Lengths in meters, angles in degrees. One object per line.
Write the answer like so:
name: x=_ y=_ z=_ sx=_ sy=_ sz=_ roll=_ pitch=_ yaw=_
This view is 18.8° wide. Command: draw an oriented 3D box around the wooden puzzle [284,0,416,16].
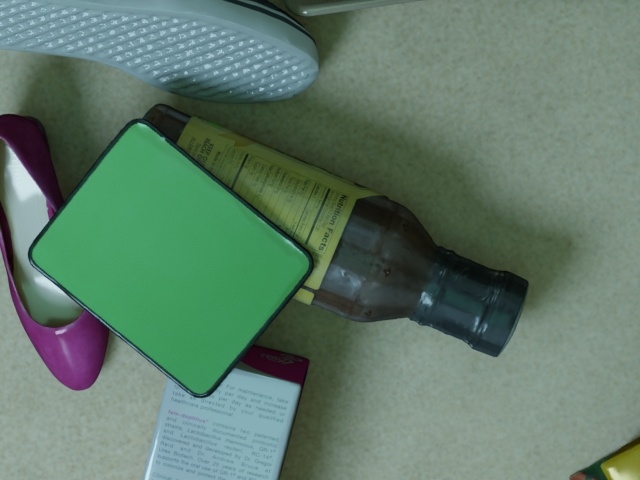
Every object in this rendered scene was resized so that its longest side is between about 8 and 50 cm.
wooden puzzle: x=0.064 y=-0.311 z=1.557 sx=0.221 sy=0.044 sz=0.238 roll=-9 pitch=93 yaw=-3

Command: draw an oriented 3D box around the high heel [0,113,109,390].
high heel: x=-0.231 y=0.014 z=1.595 sx=0.082 sy=0.117 sz=0.244 roll=-7 pitch=98 yaw=5

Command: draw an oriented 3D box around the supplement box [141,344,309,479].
supplement box: x=-0.091 y=0.198 z=1.616 sx=0.114 sy=0.111 sz=0.220 roll=14 pitch=100 yaw=2

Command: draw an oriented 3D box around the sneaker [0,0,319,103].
sneaker: x=-0.149 y=-0.206 z=1.543 sx=0.321 sy=0.126 sz=0.127 roll=13 pitch=59 yaw=-23

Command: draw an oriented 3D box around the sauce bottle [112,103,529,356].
sauce bottle: x=0.000 y=0.000 z=1.582 sx=0.344 sy=0.111 sz=0.111 roll=24 pitch=99 yaw=-1

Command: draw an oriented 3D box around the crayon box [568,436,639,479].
crayon box: x=0.372 y=0.214 z=1.553 sx=0.318 sy=0.081 sz=0.202 roll=-32 pitch=83 yaw=21

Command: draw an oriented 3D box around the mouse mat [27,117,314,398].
mouse mat: x=-0.120 y=0.015 z=1.532 sx=0.190 sy=0.007 sz=0.152 roll=40 pitch=99 yaw=-1
